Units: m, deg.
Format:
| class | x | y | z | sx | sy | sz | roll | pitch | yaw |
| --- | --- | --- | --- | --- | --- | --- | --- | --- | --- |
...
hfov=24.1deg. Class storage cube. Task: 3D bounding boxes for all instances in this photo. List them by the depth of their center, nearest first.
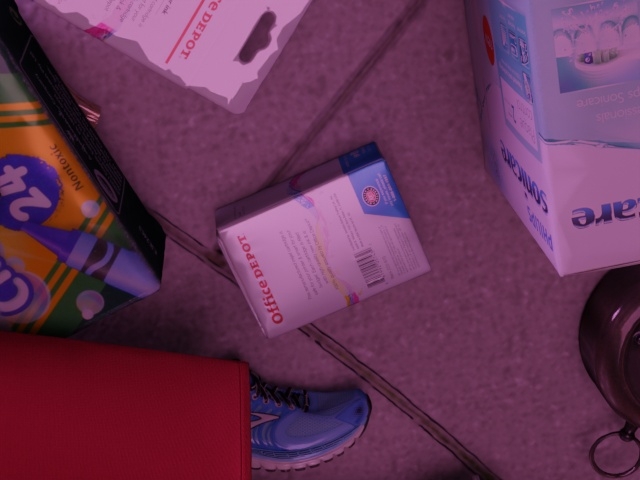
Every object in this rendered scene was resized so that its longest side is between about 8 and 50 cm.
| class | x | y | z | sx | sy | sz | roll | pitch | yaw |
| --- | --- | --- | --- | --- | --- | --- | --- | --- | --- |
| storage cube | -0.153 | 0.186 | 0.913 | 0.193 | 0.215 | 0.183 | 8 | 130 | -12 |

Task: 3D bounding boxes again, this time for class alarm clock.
| class | x | y | z | sx | sy | sz | roll | pitch | yaw |
| --- | --- | --- | --- | --- | --- | --- | --- | --- | --- |
| alarm clock | 0.245 | 0.090 | 1.064 | 0.129 | 0.064 | 0.192 | 19 | 109 | -12 |

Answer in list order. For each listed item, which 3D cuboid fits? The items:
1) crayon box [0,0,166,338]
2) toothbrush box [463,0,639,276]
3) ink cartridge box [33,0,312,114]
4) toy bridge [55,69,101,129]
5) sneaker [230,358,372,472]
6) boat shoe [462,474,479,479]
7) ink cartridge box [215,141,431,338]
| class | x | y | z | sx | sy | sz | roll | pitch | yaw |
| --- | --- | --- | --- | --- | --- | --- | --- | --- | --- |
| crayon box | -0.288 | 0.008 | 0.950 | 0.323 | 0.083 | 0.203 | -27 | 114 | 9 |
| toothbrush box | 0.158 | -0.158 | 0.885 | 0.126 | 0.216 | 0.295 | -12 | 111 | -2 |
| ink cartridge box | -0.103 | -0.169 | 0.935 | 0.181 | 0.061 | 0.104 | 30 | 103 | -14 |
| toy bridge | -0.228 | -0.118 | 0.960 | 0.188 | 0.026 | 0.063 | 24 | 105 | -13 |
| sneaker | -0.044 | 0.119 | 1.043 | 0.162 | 0.063 | 0.073 | -6 | 106 | -4 |
| boat shoe | 0.094 | 0.221 | 1.070 | 0.306 | 0.113 | 0.105 | 1 | 97 | 8 |
| ink cartridge box | 0.000 | 0.000 | 1.010 | 0.122 | 0.052 | 0.088 | -23 | 109 | 1 |
